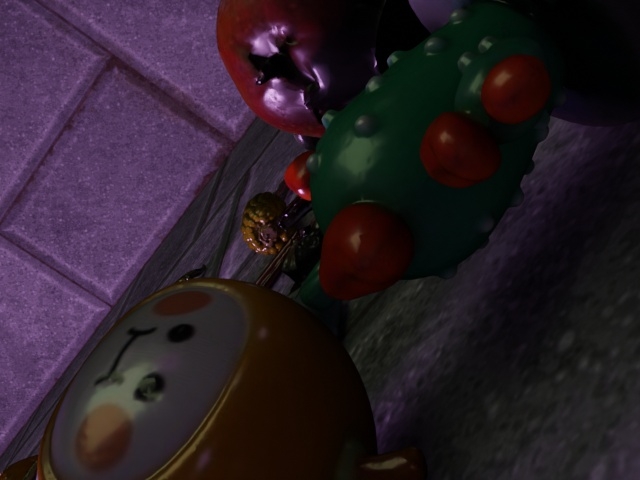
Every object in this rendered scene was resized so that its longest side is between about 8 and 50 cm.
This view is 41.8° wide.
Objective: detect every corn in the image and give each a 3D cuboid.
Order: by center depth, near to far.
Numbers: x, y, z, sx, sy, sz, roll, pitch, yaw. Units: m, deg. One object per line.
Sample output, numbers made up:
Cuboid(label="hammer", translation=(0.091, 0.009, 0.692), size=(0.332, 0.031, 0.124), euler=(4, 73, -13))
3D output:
Cuboid(label="corn", translation=(-0.078, -0.030, 1.264), size=(0.080, 0.080, 0.231), euler=(-53, 9, 5))

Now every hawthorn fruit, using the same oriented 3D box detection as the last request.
Cuboid(label="hawthorn fruit", translation=(0.025, -0.264, 1.043), size=(0.316, 0.316, 0.316), euler=(-50, 14, 17))

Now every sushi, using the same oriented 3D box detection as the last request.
Cuboid(label="sushi", translation=(0.000, 0.000, 0.955), size=(0.215, 0.050, 0.192), euler=(-34, 24, 57))

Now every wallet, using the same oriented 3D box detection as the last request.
Cuboid(label="wallet", translation=(0.051, -0.098, 0.915), size=(0.232, 0.031, 0.122), euler=(-39, 1, -30))

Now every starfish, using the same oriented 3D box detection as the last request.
Cuboid(label="starfish", translation=(-0.292, 0.128, 1.691), size=(0.176, 0.053, 0.208), euler=(-64, 7, 3))

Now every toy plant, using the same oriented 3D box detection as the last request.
Cuboid(label="toy plant", translation=(0.112, -0.118, 0.542), size=(0.279, 0.185, 0.400), euler=(21, 75, 54))

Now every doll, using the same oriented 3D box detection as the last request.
Cuboid(label="doll", translation=(-0.034, 0.133, 0.502), size=(0.236, 0.213, 0.213), euler=(4, 49, 29))

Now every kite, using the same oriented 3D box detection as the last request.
Cuboid(label="kite", translation=(-0.069, -0.088, 1.510), size=(0.159, 0.010, 0.190), euler=(-57, 11, -3))

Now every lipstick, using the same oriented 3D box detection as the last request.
Cuboid(label="lipstick", translation=(-0.076, 0.057, 1.140), size=(0.176, 0.027, 0.027), euler=(-53, 13, 0))

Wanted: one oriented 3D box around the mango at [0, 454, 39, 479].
Cuboid(label="mango", translation=(-0.404, 0.405, 1.169), size=(0.156, 0.151, 0.249), euler=(49, 117, 35))

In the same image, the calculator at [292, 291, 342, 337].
Cuboid(label="calculator", translation=(-0.039, 0.133, 0.769), size=(0.141, 0.045, 0.246), euler=(-48, 14, 27))

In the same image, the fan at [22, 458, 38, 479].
Cuboid(label="fan", translation=(-0.309, 0.332, 0.966), size=(0.335, 0.011, 0.230), euler=(-53, -27, -34))

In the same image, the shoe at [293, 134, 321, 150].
Cuboid(label="shoe", translation=(-0.011, -0.247, 1.470), size=(0.137, 0.114, 0.291), euler=(-38, 18, 36))

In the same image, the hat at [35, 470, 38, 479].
Cuboid(label="hat", translation=(-0.198, 0.211, 0.902), size=(0.232, 0.161, 0.275), euler=(-40, 15, 34))
